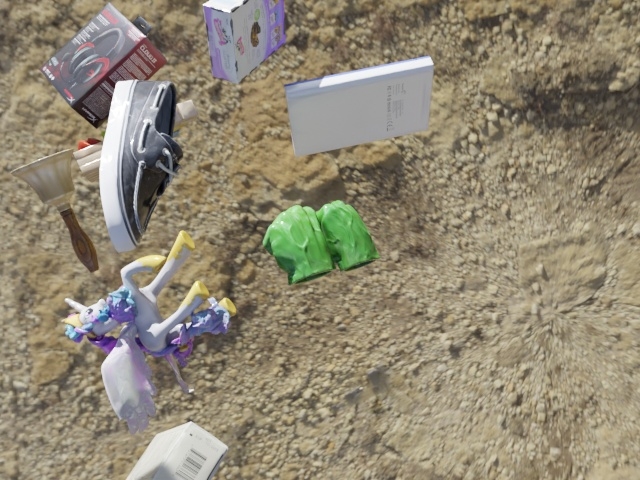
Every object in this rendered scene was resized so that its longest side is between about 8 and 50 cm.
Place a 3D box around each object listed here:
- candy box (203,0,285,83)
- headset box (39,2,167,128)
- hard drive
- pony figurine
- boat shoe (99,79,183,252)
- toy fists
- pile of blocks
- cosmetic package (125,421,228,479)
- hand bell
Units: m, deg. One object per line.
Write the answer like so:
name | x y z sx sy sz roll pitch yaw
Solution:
candy box | -0.154 -0.450 1.451 0.070 0.165 0.196 22 49 20
headset box | -0.562 -0.474 1.830 0.293 0.110 0.218 -44 58 -1
hard drive | 0.088 -0.295 1.555 0.319 0.210 0.040 -12 58 -3
pony figurine | -0.382 0.207 1.580 0.363 0.303 0.351 -33 90 13
boat shoe | -0.255 -0.120 1.027 0.102 0.108 0.301 -5 55 1
toy fists | 0.000 0.000 1.370 0.096 0.279 0.142 -29 78 40
pile of blocks | -0.476 -0.280 1.769 0.362 0.149 0.112 -27 87 13
cosmetic package | -0.127 0.196 0.595 0.041 0.115 0.060 38 60 -10
hand bell | -0.501 -0.048 1.384 0.126 0.126 0.242 -19 102 16
